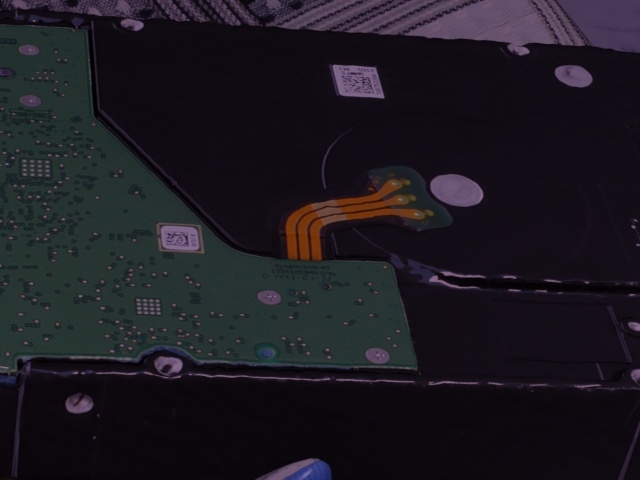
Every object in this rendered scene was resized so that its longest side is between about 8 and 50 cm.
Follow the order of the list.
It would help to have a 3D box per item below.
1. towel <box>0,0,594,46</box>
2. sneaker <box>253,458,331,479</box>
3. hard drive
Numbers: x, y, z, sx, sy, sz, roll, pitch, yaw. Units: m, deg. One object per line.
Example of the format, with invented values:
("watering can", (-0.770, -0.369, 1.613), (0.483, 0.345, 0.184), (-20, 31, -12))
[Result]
("towel", (-0.068, -0.147, 0.979), (0.324, 0.056, 0.312), (-24, 65, -26))
("sneaker", (0.041, 0.151, 0.689), (0.322, 0.236, 0.130), (-17, 62, -23))
("hard drive", (0.000, 0.000, 0.786), (0.338, 0.064, 0.237), (3, 38, -13))
